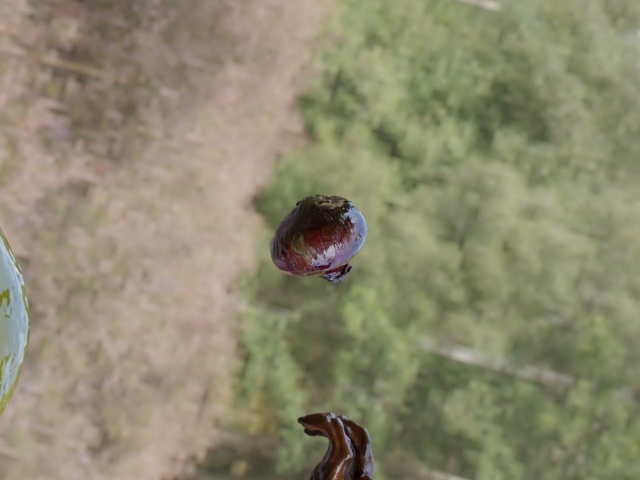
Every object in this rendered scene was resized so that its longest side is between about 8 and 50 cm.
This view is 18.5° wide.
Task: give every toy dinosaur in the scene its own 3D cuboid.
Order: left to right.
[{"bbox_3d":[0.043,0.275,2.081,0.432,0.097,0.208,-17,-93,49],"label":"toy dinosaur"}]

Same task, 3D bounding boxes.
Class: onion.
[{"bbox_3d":[0.000,0.000,2.067,0.107,0.097,0.107,-30,-173,4],"label":"onion"}]

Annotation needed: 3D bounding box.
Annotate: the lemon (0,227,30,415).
[{"bbox_3d":[-0.424,0.076,1.780,0.348,0.348,0.348,16,90,-89],"label":"lemon"}]
